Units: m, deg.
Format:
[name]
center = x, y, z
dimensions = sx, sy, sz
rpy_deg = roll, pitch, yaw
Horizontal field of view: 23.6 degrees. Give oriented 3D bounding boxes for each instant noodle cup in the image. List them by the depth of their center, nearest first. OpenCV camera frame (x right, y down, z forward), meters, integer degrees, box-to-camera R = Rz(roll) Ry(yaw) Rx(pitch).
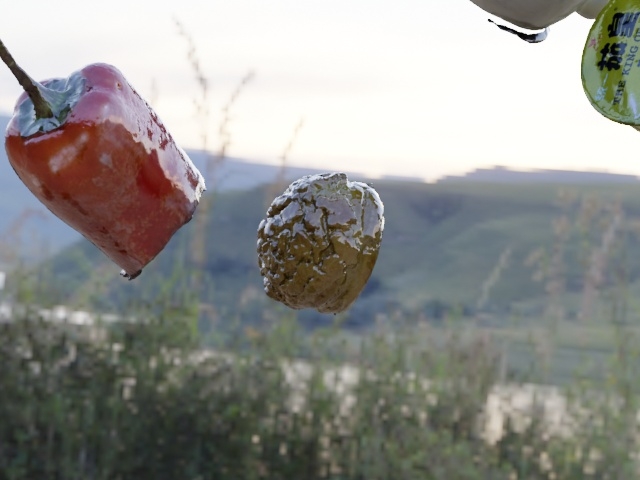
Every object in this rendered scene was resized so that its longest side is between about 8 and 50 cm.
[instant noodle cup]
center = 0.367, -0.160, 1.492
dimensions = 0.182, 0.182, 0.144
rpy_deg = 4, -22, 45

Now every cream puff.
[cream puff]
center = -0.004, 0.000, 1.416
dimensions = 0.103, 0.144, 0.126
rpy_deg = 24, -46, -18

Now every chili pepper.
[chili pepper]
center = -0.139, -0.059, 0.895
dimensions = 0.192, 0.084, 0.086
rpy_deg = 51, 11, -36

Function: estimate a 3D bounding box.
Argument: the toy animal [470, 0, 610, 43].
[toy animal]
center = 0.149, -0.318, 1.545
dimensions = 0.325, 0.154, 0.208
rpy_deg = 11, 31, -27
